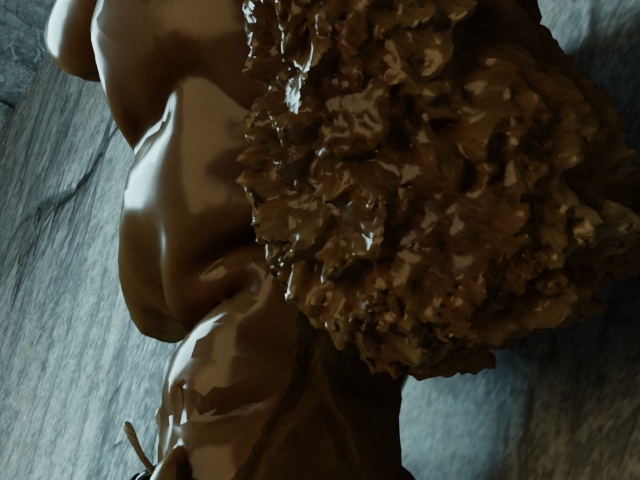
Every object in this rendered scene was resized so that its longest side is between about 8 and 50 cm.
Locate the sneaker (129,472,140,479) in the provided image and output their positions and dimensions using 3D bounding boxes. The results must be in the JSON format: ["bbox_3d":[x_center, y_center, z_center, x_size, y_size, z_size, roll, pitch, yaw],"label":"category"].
[{"bbox_3d":[-0.135,0.261,1.321,0.350,0.131,0.148,-46,28,27],"label":"sneaker"}]

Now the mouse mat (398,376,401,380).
[{"bbox_3d":[0.032,0.056,1.270,0.153,0.007,0.190,-65,19,8],"label":"mouse mat"}]

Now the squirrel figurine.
[{"bbox_3d":[0.000,0.000,1.020,0.397,0.281,0.371,143,138,-60],"label":"squirrel figurine"}]

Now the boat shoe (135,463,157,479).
[{"bbox_3d":[-0.096,0.244,1.130,0.080,0.073,0.224,-3,80,32],"label":"boat shoe"}]
